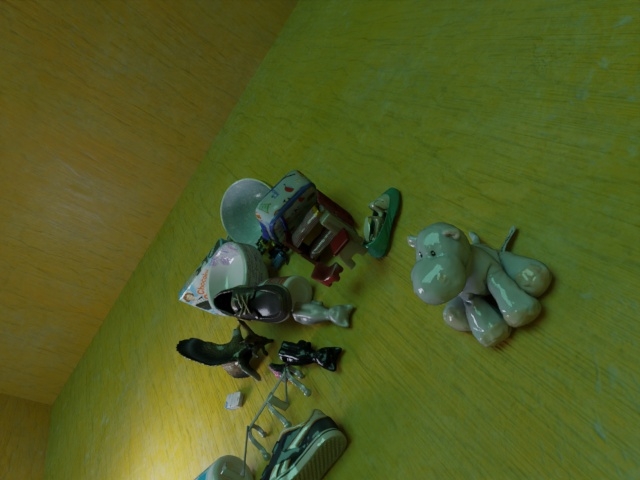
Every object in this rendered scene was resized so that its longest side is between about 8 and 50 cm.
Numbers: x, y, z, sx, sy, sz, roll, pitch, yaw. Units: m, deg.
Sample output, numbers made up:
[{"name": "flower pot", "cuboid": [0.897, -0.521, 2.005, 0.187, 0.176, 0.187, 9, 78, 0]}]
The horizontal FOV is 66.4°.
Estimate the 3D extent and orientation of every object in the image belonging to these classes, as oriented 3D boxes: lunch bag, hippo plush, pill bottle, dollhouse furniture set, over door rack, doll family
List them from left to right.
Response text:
[{"name": "pill bottle", "cuboid": [-0.328, 0.766, 1.454, 0.264, 0.146, 0.146, -45, 34, 22]}, {"name": "over door rack", "cuboid": [-0.132, 0.499, 1.341, 0.240, 0.108, 0.324, -58, -4, 2]}, {"name": "doll family", "cuboid": [-0.184, 0.027, 1.903, 0.193, 0.076, 0.111, 44, 111, 15]}, {"name": "pill bottle", "cuboid": [-0.135, 0.185, 1.679, 0.216, 0.121, 0.121, -10, 57, 52]}, {"name": "lunch bag", "cuboid": [-0.119, -0.105, 1.753, 0.243, 0.115, 0.303, -48, -13, -11]}, {"name": "dollhouse furniture set", "cuboid": [0.000, 0.000, 1.518, 0.201, 0.152, 0.374, -52, 15, 13]}, {"name": "hippo plush", "cuboid": [0.320, 0.053, 1.023, 0.234, 0.236, 0.294, -9, 57, 52]}]

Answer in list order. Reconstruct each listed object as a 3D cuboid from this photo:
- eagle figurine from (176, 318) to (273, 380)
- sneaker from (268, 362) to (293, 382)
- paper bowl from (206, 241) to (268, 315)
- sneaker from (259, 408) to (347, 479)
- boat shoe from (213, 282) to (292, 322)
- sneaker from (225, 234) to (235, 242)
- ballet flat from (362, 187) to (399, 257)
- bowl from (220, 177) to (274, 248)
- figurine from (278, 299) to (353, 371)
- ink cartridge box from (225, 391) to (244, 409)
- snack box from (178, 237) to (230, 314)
[{"name": "eagle figurine", "cuboid": [-0.317, 0.390, 1.697, 0.298, 0.226, 0.225, -26, 6, 20]}, {"name": "sneaker", "cuboid": [-0.123, 0.412, 1.562, 0.057, 0.047, 0.119, -45, 28, -19]}, {"name": "paper bowl", "cuboid": [-0.310, 0.153, 1.892, 0.284, 0.148, 0.284, -15, 69, 45]}, {"name": "sneaker", "cuboid": [-0.071, 0.582, 1.263, 0.321, 0.126, 0.127, -47, 37, 0]}, {"name": "boat shoe", "cuboid": [-0.229, 0.213, 1.592, 0.355, 0.130, 0.132, -10, 88, 49]}, {"name": "sneaker", "cuboid": [-0.349, -0.024, 2.191, 0.225, 0.088, 0.093, -45, 36, 24]}, {"name": "ballet flat", "cuboid": [0.179, -0.070, 1.471, 0.083, 0.087, 0.247, -15, 52, 50]}, {"name": "bowl", "cuboid": [-0.254, -0.118, 2.036, 0.289, 0.289, 0.156, -46, -9, 22]}, {"name": "figurine", "cuboid": [-0.002, 0.278, 1.462, 0.209, 0.092, 0.215, -3, 61, 45]}, {"name": "ink cartridge box", "cuboid": [-0.293, 0.555, 1.691, 0.083, 0.028, 0.048, -28, 44, 42]}, {"name": "snack box", "cuboid": [-0.433, 0.157, 2.066, 0.322, 0.187, 0.060, -50, 33, 16]}]
